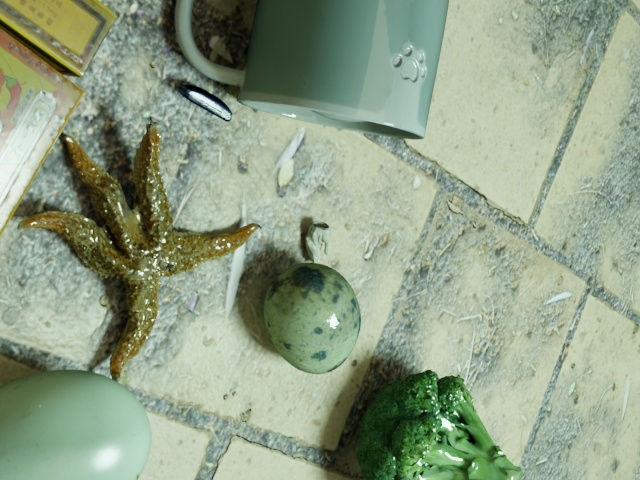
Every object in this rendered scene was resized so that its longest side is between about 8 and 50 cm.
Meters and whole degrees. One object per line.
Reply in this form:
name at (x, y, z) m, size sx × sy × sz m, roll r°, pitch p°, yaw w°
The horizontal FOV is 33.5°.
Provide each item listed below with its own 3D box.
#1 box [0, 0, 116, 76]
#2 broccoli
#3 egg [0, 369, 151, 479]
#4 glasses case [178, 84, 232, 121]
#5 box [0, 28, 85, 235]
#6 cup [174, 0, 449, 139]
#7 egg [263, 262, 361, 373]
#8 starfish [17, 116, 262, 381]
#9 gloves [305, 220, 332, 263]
box at (-0.381, -0.284, 1.077) m, size 0.301 × 0.192 × 0.084 m, roll 36°, pitch 75°, yaw -41°
broccoli at (0.187, 0.340, 1.704) m, size 0.270 × 0.270 × 0.270 m, roll -48°, pitch 151°, yaw -39°
egg at (-0.328, 0.249, 1.262) m, size 0.264 × 0.183 × 0.183 m, roll -10°, pitch 107°, yaw -32°
glasses case at (-0.151, -0.186, 1.414) m, size 0.083 × 0.033 × 0.023 m, roll 29°, pitch 99°, yaw -42°
box at (-0.439, -0.106, 1.058) m, size 0.259 × 0.213 × 0.284 m, roll 36°, pitch 77°, yaw -39°
cup at (-0.008, -0.301, 1.402) m, size 0.356 × 0.259 × 0.275 m, roll 12°, pitch 92°, yaw -12°
egg at (-0.010, 0.116, 1.550) m, size 0.141 × 0.141 × 0.182 m, roll -37°, pitch 131°, yaw -30°
starfish at (-0.226, -0.019, 1.357) m, size 0.301 × 0.084 × 0.294 m, roll -43°, pitch 127°, yaw -21°
gloves at (-0.001, 0.000, 1.593) m, size 0.044 × 0.037 × 0.081 m, roll 8°, pitch 107°, yaw -17°
